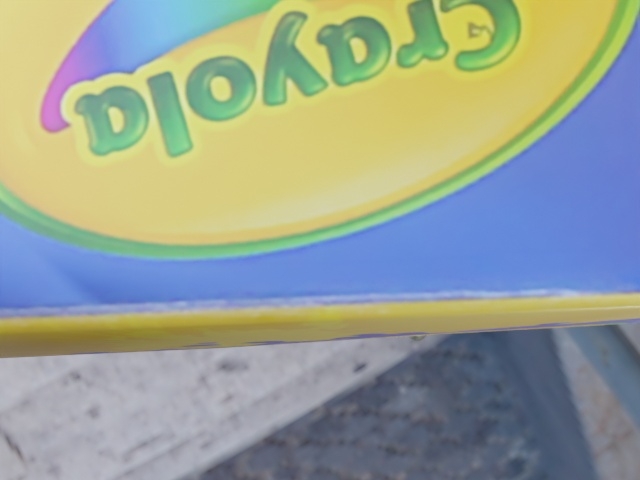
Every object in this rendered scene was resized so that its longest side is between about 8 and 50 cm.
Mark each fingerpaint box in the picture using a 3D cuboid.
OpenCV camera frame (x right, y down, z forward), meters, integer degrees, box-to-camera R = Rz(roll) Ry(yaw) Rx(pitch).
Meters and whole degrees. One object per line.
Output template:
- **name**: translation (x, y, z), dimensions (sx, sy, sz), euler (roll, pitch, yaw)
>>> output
- **fingerpaint box**: translation (-0.151, -0.156, 0.421), dimensions (0.444, 0.371, 0.163), euler (-2, 176, 5)

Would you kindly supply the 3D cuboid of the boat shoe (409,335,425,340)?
- **boat shoe**: translation (0.000, 0.000, 1.256), dimensions (0.110, 0.307, 0.104), euler (19, 86, -20)
